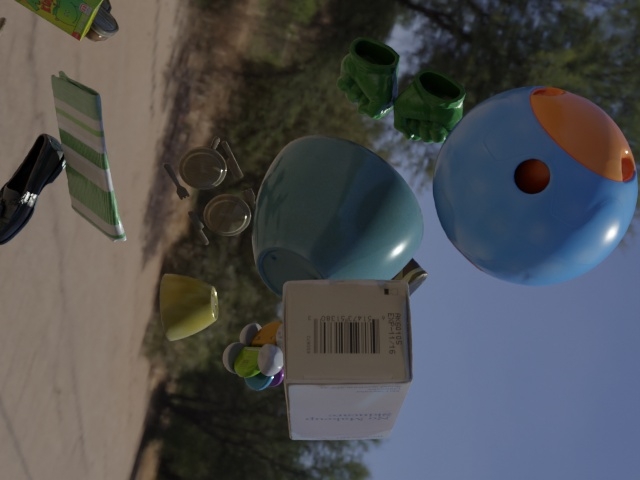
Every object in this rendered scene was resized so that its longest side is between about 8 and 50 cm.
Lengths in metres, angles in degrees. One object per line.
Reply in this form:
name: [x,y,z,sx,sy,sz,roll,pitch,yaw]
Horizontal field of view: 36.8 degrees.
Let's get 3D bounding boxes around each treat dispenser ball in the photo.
treat dispenser ball: [0.307,-0.078,1.387,0.288,0.288,0.288,-164,-90,-86]

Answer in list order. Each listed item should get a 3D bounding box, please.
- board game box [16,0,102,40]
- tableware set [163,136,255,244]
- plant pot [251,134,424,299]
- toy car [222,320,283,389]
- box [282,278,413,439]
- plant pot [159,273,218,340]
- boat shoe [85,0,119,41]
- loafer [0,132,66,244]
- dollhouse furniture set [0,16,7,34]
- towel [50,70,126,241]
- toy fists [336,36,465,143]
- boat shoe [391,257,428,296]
board game box: [-0.505,-0.461,1.789,0.092,0.181,0.043,-46,-162,45]
tableware set: [-0.193,-0.095,1.771,0.039,0.128,0.194,-98,166,-58]
plant pot: [0.000,0.000,1.592,0.195,0.290,0.290,-54,171,-38]
toy car: [-0.129,0.282,2.296,0.182,0.159,0.136,-49,126,-44]
box: [0.027,0.156,1.182,0.311,0.148,0.121,88,1,-67]
plant pot: [-0.256,0.128,1.909,0.134,0.095,0.134,-6,90,-86]
boat shoe: [-0.558,-0.527,2.297,0.104,0.111,0.307,-39,-151,10]
loafer: [-0.659,-0.118,2.103,0.267,0.096,0.084,-58,150,-14]
dollhouse furniture set: [-0.754,-0.507,2.003,0.242,0.212,0.161,18,-97,57]
towel: [-0.488,-0.176,2.018,0.248,0.038,0.324,31,-49,50]
toy fists: [0.156,-0.286,1.921,0.096,0.279,0.142,-51,161,-32]
boat shoe: [0.165,0.106,2.201,0.223,0.080,0.073,-49,-120,49]
